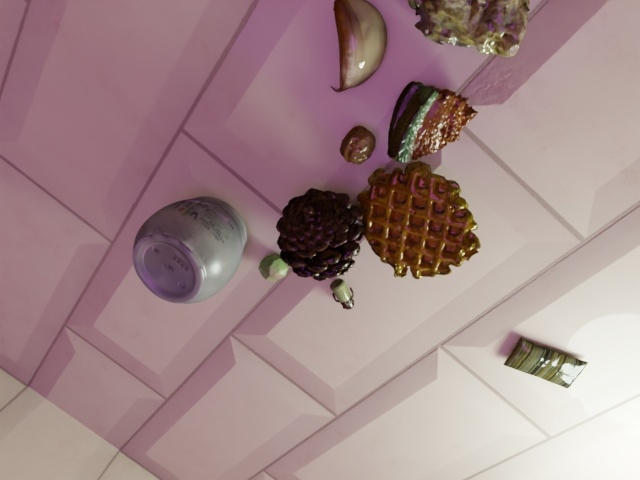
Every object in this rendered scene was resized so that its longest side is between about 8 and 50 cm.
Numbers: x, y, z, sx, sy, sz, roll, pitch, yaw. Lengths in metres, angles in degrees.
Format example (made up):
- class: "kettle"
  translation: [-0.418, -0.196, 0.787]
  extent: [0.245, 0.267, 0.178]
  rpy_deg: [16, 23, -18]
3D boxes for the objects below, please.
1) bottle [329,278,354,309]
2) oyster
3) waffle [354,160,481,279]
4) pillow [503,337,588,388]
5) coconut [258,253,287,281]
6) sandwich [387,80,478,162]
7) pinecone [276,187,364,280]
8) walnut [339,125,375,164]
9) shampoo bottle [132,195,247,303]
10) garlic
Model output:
- class: "bottle"
  translation: [0.068, 0.167, 1.257]
  extent: [0.063, 0.047, 0.101]
  rpy_deg: [-6, 122, 47]
- class: "oyster"
  translation: [0.286, -0.515, 0.830]
  extent: [0.238, 0.115, 0.351]
  rpy_deg: [-38, 102, 26]
- class: "waffle"
  translation: [0.234, -0.047, 1.050]
  extent: [0.302, 0.068, 0.325]
  rpy_deg: [-32, 96, 41]
- class: "pillow"
  translation: [0.656, 0.362, 1.209]
  extent: [0.203, 0.038, 0.113]
  rpy_deg: [19, 118, 3]
- class: "coconut"
  translation: [-0.145, 0.082, 1.249]
  extent: [0.082, 0.081, 0.083]
  rpy_deg: [1, 104, -25]
- class: "sandwich"
  translation: [0.250, -0.269, 0.974]
  extent: [0.159, 0.109, 0.185]
  rpy_deg: [14, 118, -16]
- class: "pinecone"
  translation: [-0.006, -0.011, 1.091]
  extent: [0.243, 0.244, 0.257]
  rpy_deg: [28, 160, -1]
- class: "walnut"
  translation: [0.093, -0.236, 1.035]
  extent: [0.079, 0.082, 0.096]
  rpy_deg: [44, 116, 26]
- class: "shampoo bottle"
  translation: [-0.356, 0.020, 1.160]
  extent: [0.272, 0.266, 0.273]
  rpy_deg: [7, 118, 13]
- class: "garlic"
  translation: [0.083, -0.428, 0.924]
  extent: [0.128, 0.115, 0.207]
  rpy_deg: [6, 119, 4]
